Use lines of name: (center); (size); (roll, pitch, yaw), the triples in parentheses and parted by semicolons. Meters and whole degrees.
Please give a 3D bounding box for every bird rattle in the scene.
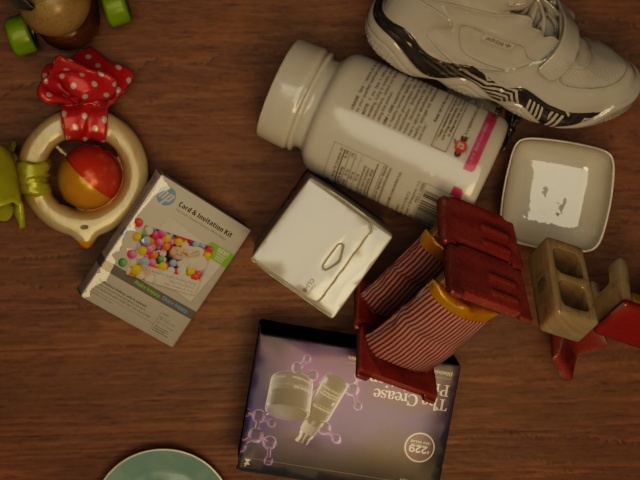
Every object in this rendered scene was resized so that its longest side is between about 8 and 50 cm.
bird rattle: (-0.313, -0.109, 1.792); (0.207, 0.143, 0.253); (43, 80, -17)

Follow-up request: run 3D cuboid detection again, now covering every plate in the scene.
plate: (-0.208, 0.365, 1.871); (0.188, 0.024, 0.188); (0, 96, -2)

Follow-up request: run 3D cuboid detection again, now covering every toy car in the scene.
toy car: (-0.327, -0.306, 1.712); (0.155, 0.188, 0.149); (-18, 97, 0)

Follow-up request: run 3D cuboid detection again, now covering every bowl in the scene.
bowl: (0.302, -0.059, 1.826); (0.142, 0.053, 0.142); (9, 95, -3)

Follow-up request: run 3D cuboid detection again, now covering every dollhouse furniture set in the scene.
dollhouse furniture set: (0.247, 0.108, 1.729); (0.374, 0.152, 0.201); (19, 135, -24)

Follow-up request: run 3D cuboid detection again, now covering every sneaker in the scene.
sneaker: (0.253, -0.263, 1.695); (0.365, 0.210, 0.137); (15, 55, -14)

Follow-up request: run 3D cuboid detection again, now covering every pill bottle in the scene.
pill bottle: (0.075, -0.133, 1.750); (0.283, 0.160, 0.160); (25, 95, 3)

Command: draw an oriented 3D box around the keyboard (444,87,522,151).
keyboard: (0.206, -0.157, 1.829); (0.108, 0.023, 0.180); (17, 96, 3)

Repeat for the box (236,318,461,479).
box: (0.034, 0.219, 1.826); (0.261, 0.103, 0.184); (9, 99, -3)

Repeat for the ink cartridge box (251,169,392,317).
ink cartridge box: (0.000, 0.000, 1.761); (0.127, 0.176, 0.128); (35, 94, -5)

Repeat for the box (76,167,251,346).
box: (-0.199, 0.024, 1.806); (0.145, 0.038, 0.186); (33, 93, -25)
